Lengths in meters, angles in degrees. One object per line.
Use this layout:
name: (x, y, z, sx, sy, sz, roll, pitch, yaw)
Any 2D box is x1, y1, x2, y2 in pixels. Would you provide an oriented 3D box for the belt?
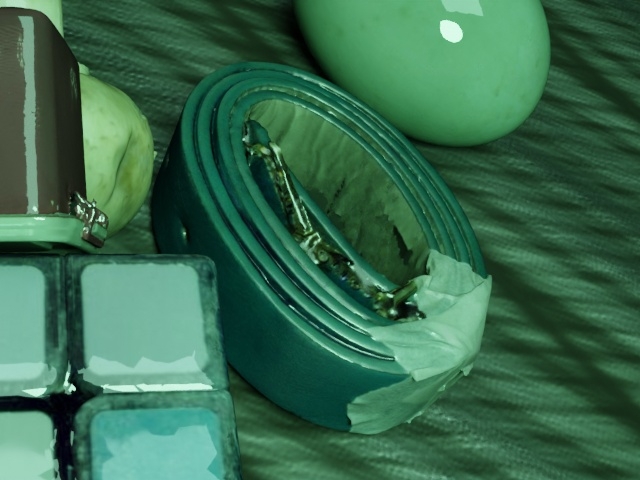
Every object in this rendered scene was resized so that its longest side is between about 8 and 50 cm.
belt: (-0.001, -0.002, 1.147, 0.300, 0.173, 0.436, -22, 69, -35)

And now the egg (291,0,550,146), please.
egg: (0.123, -0.288, 1.322, 0.276, 0.276, 0.389, -36, 81, -36)

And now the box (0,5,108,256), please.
box: (-0.309, -0.071, 0.756, 0.294, 0.193, 0.167, -1, 87, -5)

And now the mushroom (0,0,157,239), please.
mushroom: (-0.337, -0.122, 1.009, 0.315, 0.315, 0.356, -31, 76, -35)

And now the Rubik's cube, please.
Rubik's cube: (-0.253, 0.229, 0.770, 0.362, 0.359, 0.363, 3, 61, -16)
